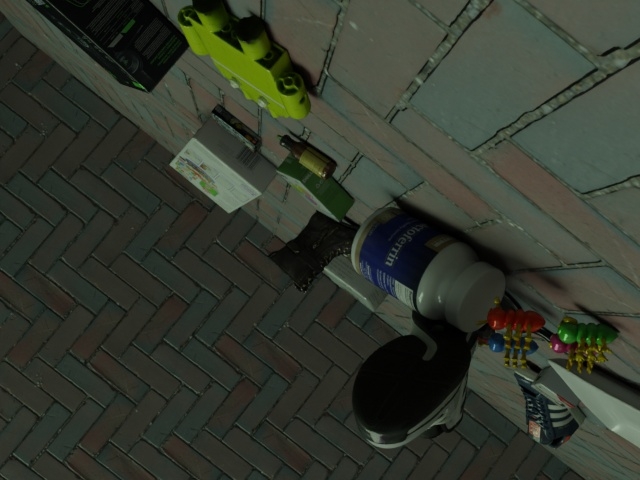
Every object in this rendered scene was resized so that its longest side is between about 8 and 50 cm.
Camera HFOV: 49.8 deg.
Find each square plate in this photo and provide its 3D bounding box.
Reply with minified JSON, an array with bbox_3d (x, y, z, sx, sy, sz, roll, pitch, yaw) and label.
[{"bbox_3d":[0.667,0.376,1.384,0.347,0.049,0.344,43,171,-33],"label":"square plate"}]

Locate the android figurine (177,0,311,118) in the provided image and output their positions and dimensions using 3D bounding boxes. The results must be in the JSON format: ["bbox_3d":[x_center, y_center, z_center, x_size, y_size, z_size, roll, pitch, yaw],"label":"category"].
[{"bbox_3d":[-0.115,-0.281,1.096,0.248,0.056,0.273,36,171,14],"label":"android figurine"}]

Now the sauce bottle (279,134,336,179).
[{"bbox_3d":[-0.027,-0.173,1.404,0.128,0.042,0.042,38,174,18],"label":"sauce bottle"}]

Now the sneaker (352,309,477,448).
[{"bbox_3d":[0.197,0.291,1.241,0.169,0.447,0.257,6,113,26],"label":"sneaker"}]

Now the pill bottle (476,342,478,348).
[{"bbox_3d":[0.459,0.318,2.105,0.043,0.043,0.083,36,174,16],"label":"pill bottle"}]

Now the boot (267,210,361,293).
[{"bbox_3d":[0.019,0.047,1.816,0.263,0.229,0.091,36,173,19],"label":"boot"}]

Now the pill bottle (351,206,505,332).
[{"bbox_3d":[0.194,0.052,1.265,0.265,0.153,0.153,32,171,41],"label":"pill bottle"}]

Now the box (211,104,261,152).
[{"bbox_3d":[-0.208,-0.276,1.714,0.137,0.027,0.094,38,174,-1],"label":"box"}]

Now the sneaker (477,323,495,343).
[{"bbox_3d":[0.302,0.146,1.429,0.158,0.061,0.065,35,146,33],"label":"sneaker"}]

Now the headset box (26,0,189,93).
[{"bbox_3d":[-0.421,-0.430,1.366,0.283,0.131,0.246,42,173,-34],"label":"headset box"}]

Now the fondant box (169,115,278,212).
[{"bbox_3d":[-0.285,-0.210,1.987,0.238,0.096,0.330,40,159,-14],"label":"fondant box"}]

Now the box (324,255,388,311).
[{"bbox_3d":[0.123,0.110,2.159,0.181,0.119,0.182,36,172,22],"label":"box"}]

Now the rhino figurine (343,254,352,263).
[{"bbox_3d":[0.090,0.020,1.939,0.243,0.073,0.106,39,170,3],"label":"rhino figurine"}]

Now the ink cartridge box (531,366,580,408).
[{"bbox_3d":[0.584,0.363,1.697,0.099,0.056,0.135,36,172,15],"label":"ink cartridge box"}]

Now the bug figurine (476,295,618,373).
[{"bbox_3d":[0.376,0.165,1.167,0.216,0.072,0.279,6,162,15],"label":"bug figurine"}]

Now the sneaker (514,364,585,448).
[{"bbox_3d":[0.609,0.471,1.894,0.350,0.148,0.131,43,172,-35],"label":"sneaker"}]

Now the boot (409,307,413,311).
[{"bbox_3d":[0.353,0.248,2.099,0.152,0.073,0.197,46,-178,-41],"label":"boot"}]

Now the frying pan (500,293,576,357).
[{"bbox_3d":[0.376,0.151,1.442,0.326,0.053,0.197,42,174,-6],"label":"frying pan"}]

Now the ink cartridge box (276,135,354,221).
[{"bbox_3d":[-0.027,-0.137,1.540,0.209,0.062,0.109,44,172,-36],"label":"ink cartridge box"}]

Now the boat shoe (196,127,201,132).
[{"bbox_3d":[-0.304,-0.286,2.067,0.152,0.056,0.049,36,163,-17],"label":"boat shoe"}]
